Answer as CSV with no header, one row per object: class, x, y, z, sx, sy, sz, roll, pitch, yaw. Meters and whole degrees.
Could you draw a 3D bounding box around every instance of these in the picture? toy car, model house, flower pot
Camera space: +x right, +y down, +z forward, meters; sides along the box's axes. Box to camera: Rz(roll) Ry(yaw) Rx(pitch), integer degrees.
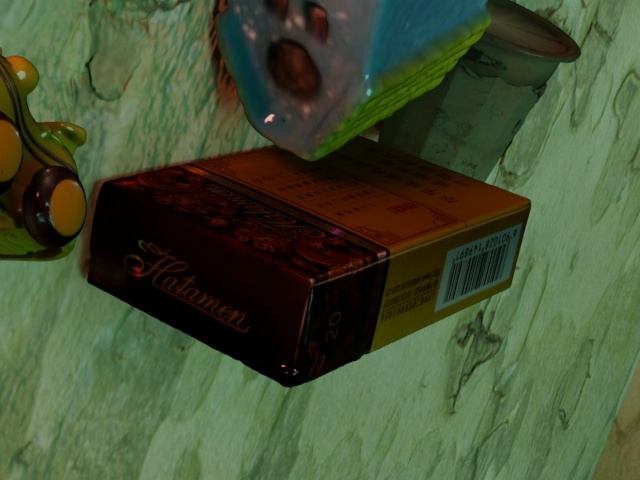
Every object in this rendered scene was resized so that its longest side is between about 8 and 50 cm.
toy car,-0.270,-0.079,0.907,0.248,0.200,0.142,50,47,-58
model house,0.042,-0.233,1.237,0.237,0.216,0.303,-36,142,-40
flower pot,0.174,-0.177,1.487,0.212,0.212,0.202,-16,131,-52

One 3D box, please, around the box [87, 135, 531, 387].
box,0.000,0.000,1.281,0.415,0.264,0.115,-19,127,-52
